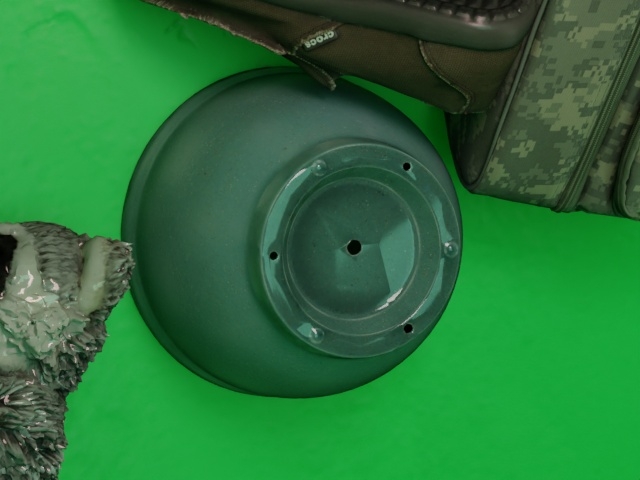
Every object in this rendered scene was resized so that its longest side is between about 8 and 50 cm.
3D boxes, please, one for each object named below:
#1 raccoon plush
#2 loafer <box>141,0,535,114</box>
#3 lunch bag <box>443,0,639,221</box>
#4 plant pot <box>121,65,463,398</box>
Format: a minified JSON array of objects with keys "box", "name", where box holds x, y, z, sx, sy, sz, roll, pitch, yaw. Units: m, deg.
[{"box":[-0.239,0.192,1.609,0.299,0.216,0.446,-37,126,-25],"name":"raccoon plush"},{"box":[-0.010,-0.179,1.592,0.134,0.366,0.130,-48,149,-46],"name":"loafer"},{"box":[0.268,-0.172,1.662,0.256,0.212,0.305,10,121,-14],"name":"lunch bag"},{"box":[0.000,0.000,1.646,0.293,0.196,0.293,-2,95,-21],"name":"plant pot"}]
